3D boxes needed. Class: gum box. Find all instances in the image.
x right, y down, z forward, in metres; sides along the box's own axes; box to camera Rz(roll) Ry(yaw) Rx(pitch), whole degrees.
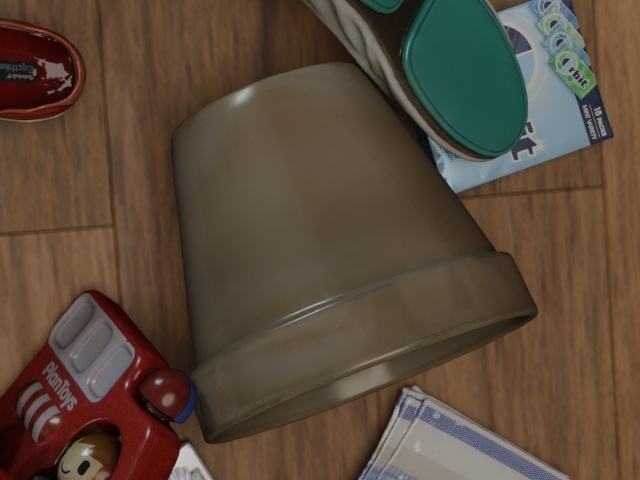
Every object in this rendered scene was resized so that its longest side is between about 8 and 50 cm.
[{"bbox_3d":[0.181,-0.147,1.738,0.184,0.041,0.157,-20,97,-9],"label":"gum box"}]

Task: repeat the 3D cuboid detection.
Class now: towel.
[{"bbox_3d":[0.105,0.311,1.758,0.209,0.034,0.285,29,90,-14],"label":"towel"}]

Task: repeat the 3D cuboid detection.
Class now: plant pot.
[{"bbox_3d":[0.000,0.000,1.599,0.323,0.323,0.280,-19,82,-10],"label":"plant pot"}]

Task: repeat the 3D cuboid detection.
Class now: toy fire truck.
[{"bbox_3d":[-0.225,0.191,1.555,0.169,0.302,0.254,38,90,-32],"label":"toy fire truck"}]

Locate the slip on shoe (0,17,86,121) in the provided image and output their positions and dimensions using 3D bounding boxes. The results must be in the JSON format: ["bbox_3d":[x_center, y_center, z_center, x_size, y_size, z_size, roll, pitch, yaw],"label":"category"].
[{"bbox_3d":[-0.364,-0.161,1.564,0.331,0.101,0.123,3,90,-25],"label":"slip on shoe"}]

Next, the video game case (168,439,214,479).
[{"bbox_3d":[-0.152,0.320,1.712,0.173,0.022,0.190,-32,99,-7],"label":"video game case"}]

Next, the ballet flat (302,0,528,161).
[{"bbox_3d":[0.053,-0.218,1.603,0.139,0.139,0.400,-52,131,-4],"label":"ballet flat"}]
